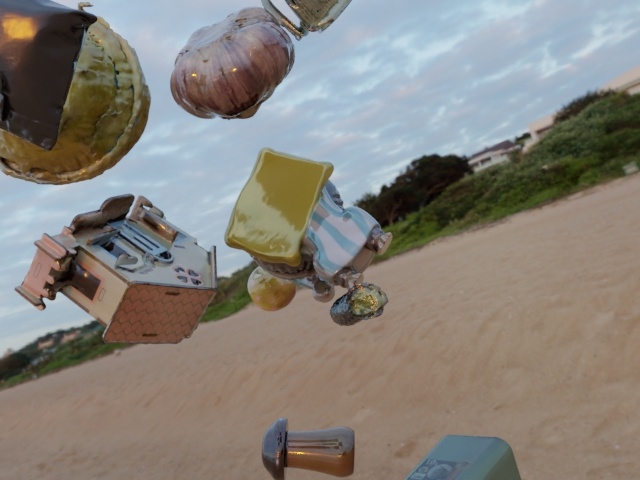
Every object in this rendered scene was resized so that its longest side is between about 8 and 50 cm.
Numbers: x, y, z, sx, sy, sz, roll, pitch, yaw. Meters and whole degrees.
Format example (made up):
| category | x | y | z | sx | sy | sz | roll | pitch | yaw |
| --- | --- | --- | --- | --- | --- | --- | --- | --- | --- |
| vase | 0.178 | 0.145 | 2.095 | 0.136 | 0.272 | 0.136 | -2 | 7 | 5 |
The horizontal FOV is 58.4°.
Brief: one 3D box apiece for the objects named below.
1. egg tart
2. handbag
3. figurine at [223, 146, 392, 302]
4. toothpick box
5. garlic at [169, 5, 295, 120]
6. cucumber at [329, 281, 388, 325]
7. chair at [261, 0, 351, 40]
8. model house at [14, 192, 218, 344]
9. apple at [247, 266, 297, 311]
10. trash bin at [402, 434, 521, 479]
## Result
| category | x | y | z | sx | sy | sz | roll | pitch | yaw |
| --- | --- | --- | --- | --- | --- | --- | --- | --- | --- |
| egg tart | -0.540 | -0.301 | 1.146 | 0.387 | 0.388 | 0.169 | -19 | -7 | 2 |
| handbag | -0.465 | -0.263 | 0.798 | 0.254 | 0.211 | 0.089 | 22 | 9 | -6 |
| figurine | 0.000 | 0.000 | 1.320 | 0.266 | 0.361 | 0.378 | -54 | -21 | -4 |
| toothpick box | -0.040 | 0.667 | 1.816 | 0.294 | 0.192 | 0.192 | 2 | -3 | 2 |
| garlic | -0.146 | -0.295 | 0.999 | 0.244 | 0.161 | 0.245 | -22 | 33 | 15 |
| cucumber | 0.055 | 0.126 | 1.039 | 0.067 | 0.067 | 0.245 | -17 | -10 | -15 |
| chair | -0.021 | -0.528 | 1.141 | 0.203 | 0.190 | 0.275 | -49 | 9 | 6 |
| model house | -0.299 | 0.058 | 0.989 | 0.169 | 0.244 | 0.326 | -55 | -8 | 19 |
| apple | -0.133 | 0.130 | 1.632 | 0.146 | 0.147 | 0.146 | -18 | -4 | -1 |
| trash bin | 0.213 | 0.515 | 0.975 | 0.158 | 0.223 | 0.343 | -16 | 2 | 44 |
